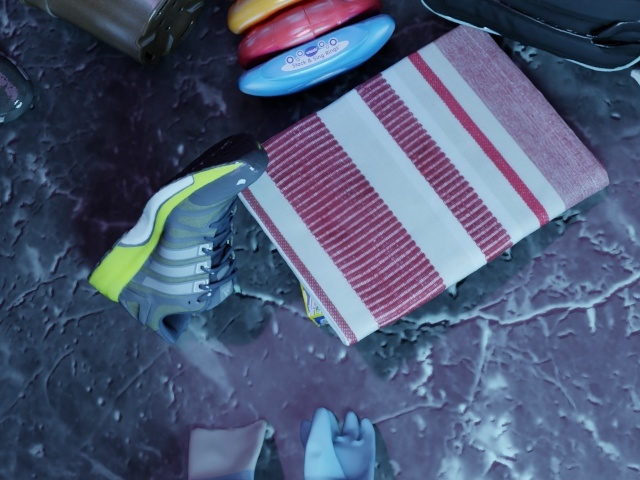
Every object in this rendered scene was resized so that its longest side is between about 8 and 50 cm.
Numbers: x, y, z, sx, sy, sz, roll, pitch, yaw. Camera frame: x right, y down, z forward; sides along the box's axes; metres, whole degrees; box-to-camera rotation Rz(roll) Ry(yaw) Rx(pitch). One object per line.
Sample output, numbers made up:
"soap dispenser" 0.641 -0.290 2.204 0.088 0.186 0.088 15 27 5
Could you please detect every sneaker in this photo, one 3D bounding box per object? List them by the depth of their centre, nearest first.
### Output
"sneaker" -0.122 0.000 1.445 0.121 0.300 0.111 45 48 0
"sneaker" -0.437 -0.217 1.612 0.229 0.132 0.086 31 83 18

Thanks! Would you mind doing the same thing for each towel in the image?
"towel" 0.098 -0.064 1.467 0.329 0.037 0.237 -32 70 -13

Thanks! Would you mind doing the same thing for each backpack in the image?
"backpack" 0.245 -0.293 1.438 0.253 0.225 0.191 28 66 8

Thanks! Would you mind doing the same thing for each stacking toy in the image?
"stacking toy" -0.051 -0.310 1.495 0.175 0.166 0.301 -22 91 3

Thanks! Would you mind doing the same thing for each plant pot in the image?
"plant pot" -0.225 -0.288 1.580 0.165 0.167 0.167 36 85 11

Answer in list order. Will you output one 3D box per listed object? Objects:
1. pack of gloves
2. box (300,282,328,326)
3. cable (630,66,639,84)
"pack of gloves" -0.045 0.220 1.374 0.195 0.232 0.046 -6 114 4
"box" 0.000 0.000 1.501 0.059 0.054 0.169 -16 72 7
"cable" 0.477 -0.175 1.429 0.257 0.089 0.257 -36 71 1
